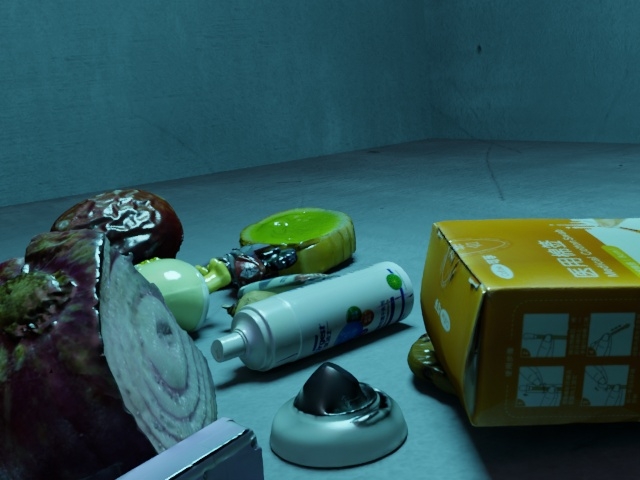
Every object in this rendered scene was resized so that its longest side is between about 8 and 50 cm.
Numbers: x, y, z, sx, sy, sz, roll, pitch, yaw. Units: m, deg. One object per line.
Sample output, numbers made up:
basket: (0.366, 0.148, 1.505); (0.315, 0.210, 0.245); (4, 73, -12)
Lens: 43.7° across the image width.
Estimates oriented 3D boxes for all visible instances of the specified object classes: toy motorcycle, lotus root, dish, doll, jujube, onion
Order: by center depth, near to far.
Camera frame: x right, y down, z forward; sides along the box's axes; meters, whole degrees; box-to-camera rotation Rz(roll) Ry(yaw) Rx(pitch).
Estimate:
onion: (-0.227, 0.140, 0.677); (0.231, 0.272, 0.256); (-16, 17, 5)
dish: (0.015, 0.160, 0.804); (0.141, 0.078, 0.141); (-5, 12, 1)
doll: (-0.269, 0.085, 1.137); (0.296, 0.117, 0.141); (-4, -5, -41)
lotus root: (-0.080, 0.105, 1.156); (0.152, 0.063, 0.072); (5, 25, 29)
toy motorcycle: (-0.143, 0.056, 1.395); (0.213, 0.082, 0.122); (-11, 7, 39)
jujube: (-0.384, -0.004, 1.522); (0.243, 0.183, 0.183); (-15, 15, -36)

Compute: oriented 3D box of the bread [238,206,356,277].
bread: (-0.043, 0.001, 1.538); (0.236, 0.069, 0.236); (-8, 19, 3)

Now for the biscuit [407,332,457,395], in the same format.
biscuit: (0.208, 0.137, 0.927); (0.212, 0.036, 0.212); (-3, 12, 1)

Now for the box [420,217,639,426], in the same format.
box: (0.289, 0.072, 0.814); (0.341, 0.143, 0.225); (-1, 18, -4)

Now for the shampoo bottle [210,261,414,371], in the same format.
shampoo bottle: (-0.010, 0.103, 1.056); (0.303, 0.092, 0.092); (-15, 15, -39)

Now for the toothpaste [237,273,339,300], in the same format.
toothpaste: (-0.058, 0.073, 1.205); (0.062, 0.039, 0.239); (-5, -6, -33)

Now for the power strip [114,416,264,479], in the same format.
power strip: (-0.130, 0.216, 0.527); (0.038, 0.109, 0.279); (6, 16, 35)
